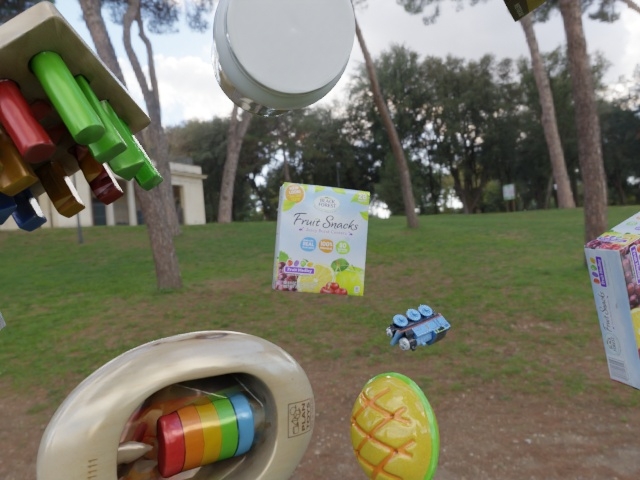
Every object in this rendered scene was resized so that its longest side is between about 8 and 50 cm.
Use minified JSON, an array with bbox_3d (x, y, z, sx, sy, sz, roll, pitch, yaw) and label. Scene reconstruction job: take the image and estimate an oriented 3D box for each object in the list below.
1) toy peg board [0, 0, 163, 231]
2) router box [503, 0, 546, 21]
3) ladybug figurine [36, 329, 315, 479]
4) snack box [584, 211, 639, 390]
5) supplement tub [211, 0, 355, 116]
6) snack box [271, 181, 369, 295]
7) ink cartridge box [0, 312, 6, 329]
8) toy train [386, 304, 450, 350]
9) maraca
[{"bbox_3d":[-0.212,-0.061,0.371,0.160,0.079,0.161,-35,-10,-5],"label":"toy peg board"},{"bbox_3d":[0.482,-0.612,1.033,0.242,0.081,0.308,-30,-10,30],"label":"router box"},{"bbox_3d":[-0.204,0.297,0.779,0.448,0.306,0.161,5,-8,-39],"label":"ladybug figurine"},{"bbox_3d":[0.301,0.051,0.450,0.100,0.141,0.037,-25,16,-22],"label":"snack box"},{"bbox_3d":[-0.075,-0.341,0.862,0.228,0.229,0.316,-5,11,-13],"label":"supplement tub"},{"bbox_3d":[0.000,0.000,0.961,0.174,0.207,0.070,4,-5,-13],"label":"snack box"},{"bbox_3d":[-0.860,0.184,1.106,0.207,0.119,0.353,-52,4,-34],"label":"ink cartridge box"},{"bbox_3d":[0.275,0.253,1.393,0.184,0.080,0.105,-14,48,-32],"label":"toy train"},{"bbox_3d":[0.093,0.259,0.604,0.099,0.186,0.127,12,-27,-40],"label":"maraca"}]
